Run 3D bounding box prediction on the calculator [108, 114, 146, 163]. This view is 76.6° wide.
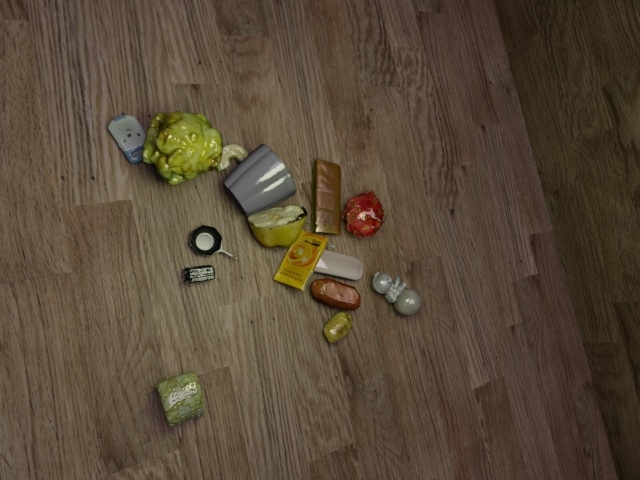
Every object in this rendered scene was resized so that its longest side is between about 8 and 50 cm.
[{"bbox_3d":[-0.766,-0.410,1.653,0.121,0.039,0.210,-34,97,-25],"label":"calculator"}]

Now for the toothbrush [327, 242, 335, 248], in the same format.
[{"bbox_3d":[0.000,0.000,1.958,0.167,0.011,0.014,26,77,-20],"label":"toothbrush"}]

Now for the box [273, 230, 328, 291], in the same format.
[{"bbox_3d":[-0.087,0.087,1.839,0.153,0.043,0.269,18,68,22],"label":"box"}]

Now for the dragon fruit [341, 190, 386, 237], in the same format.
[{"bbox_3d":[0.212,-0.136,1.987,0.205,0.210,0.268,19,53,-5],"label":"dragon fruit"}]

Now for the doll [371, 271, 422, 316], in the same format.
[{"bbox_3d":[0.370,0.262,2.019,0.287,0.151,0.150,37,68,-11],"label":"doll"}]

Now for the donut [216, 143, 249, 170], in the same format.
[{"bbox_3d":[-0.399,-0.372,1.805,0.166,0.065,0.108,-21,90,-26],"label":"donut"}]

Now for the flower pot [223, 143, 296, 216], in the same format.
[{"bbox_3d":[-0.270,-0.239,1.743,0.243,0.265,0.265,-39,98,-15],"label":"flower pot"}]

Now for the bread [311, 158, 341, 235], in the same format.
[{"bbox_3d":[0.027,-0.207,1.970,0.138,0.077,0.360,5,79,-23],"label":"bread"}]

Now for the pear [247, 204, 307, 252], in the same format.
[{"bbox_3d":[-0.180,-0.046,1.801,0.267,0.267,0.177,-24,123,-27],"label":"pear"}]

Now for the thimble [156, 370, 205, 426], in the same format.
[{"bbox_3d":[-0.526,0.605,1.536,0.144,0.137,0.190,-17,103,-29],"label":"thimble"}]

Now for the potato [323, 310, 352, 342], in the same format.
[{"bbox_3d":[0.085,0.402,1.890,0.171,0.080,0.107,-36,85,-24],"label":"potato"}]

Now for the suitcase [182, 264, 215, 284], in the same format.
[{"bbox_3d":[-0.497,0.137,1.658,0.126,0.086,0.059,-6,99,-26],"label":"suitcase"}]

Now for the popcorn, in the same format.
[{"bbox_3d":[-0.554,-0.365,1.616,0.313,0.312,0.311,5,79,-25],"label":"popcorn"}]

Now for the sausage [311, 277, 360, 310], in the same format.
[{"bbox_3d":[0.073,0.253,1.883,0.259,0.133,0.133,20,73,-18],"label":"sausage"}]

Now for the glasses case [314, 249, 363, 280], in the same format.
[{"bbox_3d":[0.069,0.117,1.933,0.297,0.075,0.113,15,73,-23],"label":"glasses case"}]

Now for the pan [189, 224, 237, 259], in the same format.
[{"bbox_3d":[-0.462,0.033,1.712,0.128,0.048,0.201,-37,96,-24],"label":"pan"}]
